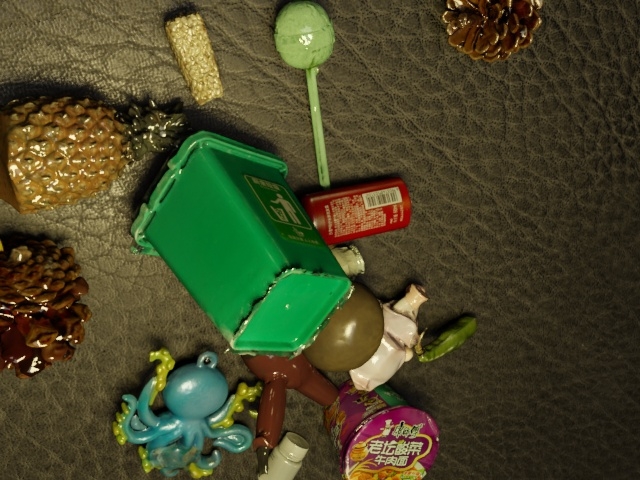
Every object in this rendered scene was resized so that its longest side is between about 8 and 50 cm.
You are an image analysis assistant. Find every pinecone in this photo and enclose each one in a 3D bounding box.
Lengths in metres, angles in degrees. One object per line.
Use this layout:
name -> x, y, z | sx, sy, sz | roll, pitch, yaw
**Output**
pinecone -> 0.342, -0.455, 1.404 | 0.212, 0.169, 0.185 | -26, 102, -25
pinecone -> -0.535, 0.130, 1.242 | 0.264, 0.264, 0.264 | -7, 111, -19

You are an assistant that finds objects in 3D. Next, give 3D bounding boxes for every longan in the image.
longan -> 0.045, 0.186, 1.466 | 0.198, 0.198, 0.212 | 24, 134, -26

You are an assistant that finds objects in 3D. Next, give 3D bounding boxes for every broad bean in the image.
broad bean -> 0.302, 0.232, 1.625 | 0.318, 0.056, 0.098 | -4, 131, -58

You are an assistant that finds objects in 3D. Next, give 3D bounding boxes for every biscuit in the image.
biscuit -> -0.232, -0.338, 1.273 | 0.070, 0.082, 0.168 | -22, 116, -10

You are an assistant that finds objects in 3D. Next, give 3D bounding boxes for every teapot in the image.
teapot -> -0.003, 0.083, 1.519 | 0.200, 0.077, 0.107 | -18, 138, -14

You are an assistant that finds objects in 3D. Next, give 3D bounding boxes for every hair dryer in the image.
hair dryer -> -0.075, 0.364, 1.467 | 0.123, 0.340, 0.312 | -23, 128, 26

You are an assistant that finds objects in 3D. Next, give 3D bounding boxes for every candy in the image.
candy -> -0.007, -0.262, 1.390 | 0.119, 0.119, 0.439 | -18, 121, -14

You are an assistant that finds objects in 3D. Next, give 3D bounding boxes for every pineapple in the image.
pineapple -> -0.396, -0.168, 1.227 | 0.362, 0.202, 0.202 | -14, 114, -30

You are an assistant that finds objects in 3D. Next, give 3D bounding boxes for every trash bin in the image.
trash bin -> -0.152, 0.020, 1.240 | 0.259, 0.381, 0.295 | 14, 120, -48

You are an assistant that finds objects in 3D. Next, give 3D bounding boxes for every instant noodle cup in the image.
instant noodle cup -> 0.129, 0.453, 1.637 | 0.251, 0.190, 0.251 | -7, 112, -18

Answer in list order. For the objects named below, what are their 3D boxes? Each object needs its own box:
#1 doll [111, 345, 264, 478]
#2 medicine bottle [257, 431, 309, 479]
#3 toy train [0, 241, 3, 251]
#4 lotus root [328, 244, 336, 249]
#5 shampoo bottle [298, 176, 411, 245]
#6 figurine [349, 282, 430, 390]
doll -> -0.287, 0.384, 1.514 | 0.346, 0.099, 0.341 | 14, 113, -31
medicine bottle -> -0.087, 0.532, 1.644 | 0.080, 0.080, 0.130 | 29, 96, -27
toy train -> -0.609, -0.101, 1.131 | 0.101, 0.160, 0.296 | -17, 92, 0
lotus root -> 0.000, 0.000, 1.500 | 0.099, 0.054, 0.049 | -10, 131, -21
shampoo bottle -> 0.047, -0.054, 1.460 | 0.314, 0.076, 0.118 | -14, 105, -25
figurine -> 0.155, 0.220, 1.594 | 0.200, 0.133, 0.276 | 33, 95, -21
